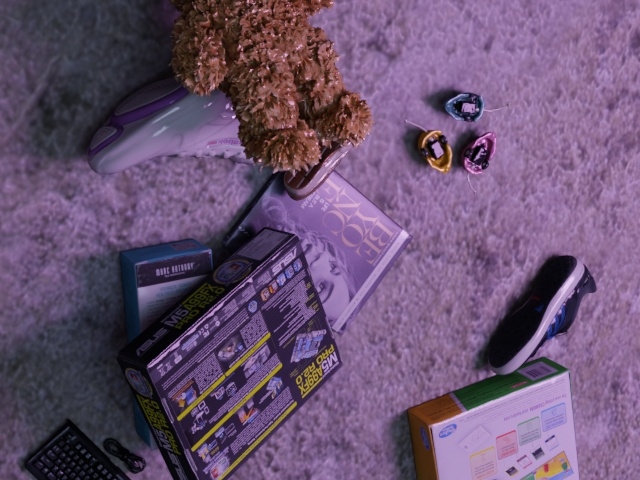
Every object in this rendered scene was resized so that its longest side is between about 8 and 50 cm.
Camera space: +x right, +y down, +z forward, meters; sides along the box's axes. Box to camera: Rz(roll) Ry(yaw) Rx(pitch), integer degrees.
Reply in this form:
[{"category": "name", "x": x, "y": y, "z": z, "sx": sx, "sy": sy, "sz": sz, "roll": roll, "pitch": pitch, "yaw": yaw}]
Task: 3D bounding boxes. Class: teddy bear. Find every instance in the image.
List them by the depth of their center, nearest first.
[{"category": "teddy bear", "x": -0.069, "y": -0.230, "z": 1.487, "sx": 0.245, "sy": 0.113, "sz": 0.338, "roll": -11, "pitch": 75, "yaw": -24}]

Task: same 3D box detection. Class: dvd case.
[{"category": "dvd case", "x": 0.000, "y": 0.000, "z": 1.736, "sx": 0.221, "sy": 0.018, "sz": 0.164, "roll": 39, "pitch": 85, "yaw": -30}]

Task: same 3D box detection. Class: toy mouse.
[{"category": "toy mouse", "x": 0.193, "y": -0.145, "z": 1.787, "sx": 0.143, "sy": 0.031, "sz": 0.161, "roll": -40, "pitch": 119, "yaw": -12}]

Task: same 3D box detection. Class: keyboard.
[{"category": "keyboard", "x": -0.274, "y": 0.299, "z": 1.678, "sx": 0.108, "sy": 0.023, "sz": 0.180, "roll": -44, "pitch": 120, "yaw": -10}]

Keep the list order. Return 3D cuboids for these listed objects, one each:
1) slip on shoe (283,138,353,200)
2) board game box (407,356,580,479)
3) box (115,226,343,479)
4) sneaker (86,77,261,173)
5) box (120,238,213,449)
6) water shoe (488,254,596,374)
[{"category": "slip on shoe", "x": 0.005, "y": -0.104, "z": 1.679, "sx": 0.135, "sy": 0.051, "sz": 0.041, "roll": -53, "pitch": 159, "yaw": -19}, {"category": "board game box", "x": 0.261, "y": 0.356, "z": 1.947, "sx": 0.242, "sy": 0.064, "sz": 0.317, "roll": -17, "pitch": 112, "yaw": -22}, {"category": "box", "x": -0.102, "y": 0.146, "z": 1.635, "sx": 0.270, "sy": 0.060, "sz": 0.216, "roll": -42, "pitch": 129, "yaw": -32}, {"category": "sneaker", "x": -0.124, "y": -0.133, "z": 1.577, "sx": 0.305, "sy": 0.114, "sz": 0.152, "roll": -28, "pitch": 114, "yaw": -18}, {"category": "box", "x": -0.183, "y": 0.127, "z": 1.653, "sx": 0.100, "sy": 0.060, "sz": 0.244, "roll": -11, "pitch": 109, "yaw": -26}, {"category": "water shoe", "x": 0.322, "y": 0.119, "z": 1.906, "sx": 0.080, "sy": 0.073, "sz": 0.203, "roll": 40, "pitch": 85, "yaw": -32}]
